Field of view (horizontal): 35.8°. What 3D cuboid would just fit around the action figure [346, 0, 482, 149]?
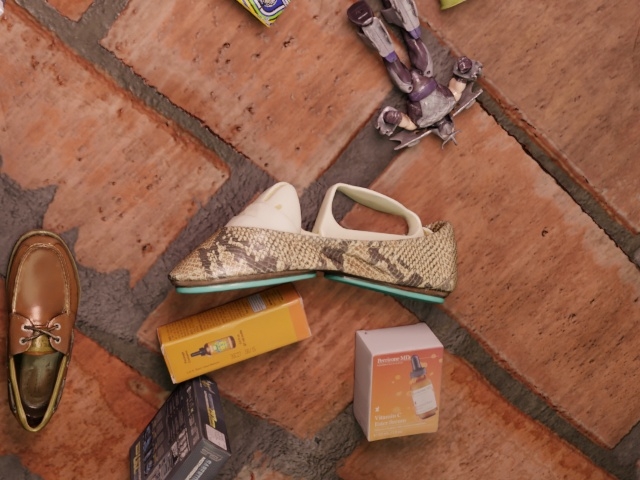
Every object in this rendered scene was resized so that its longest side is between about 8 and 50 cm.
[{"bbox_3d":[0.141,-0.246,1.487,0.185,0.099,0.285,-40,122,-8],"label":"action figure"}]

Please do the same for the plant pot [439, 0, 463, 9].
[{"bbox_3d":[0.196,-0.394,1.456,0.083,0.083,0.079,-30,105,-3],"label":"plant pot"}]

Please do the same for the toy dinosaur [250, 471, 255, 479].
[{"bbox_3d":[-0.135,0.464,1.749,0.082,0.047,0.090,-25,84,5],"label":"toy dinosaur"}]

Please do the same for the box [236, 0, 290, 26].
[{"bbox_3d":[-0.123,-0.372,1.372,0.169,0.059,0.054,37,96,-27],"label":"box"}]

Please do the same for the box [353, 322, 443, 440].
[{"bbox_3d":[0.131,0.241,1.693,0.130,0.091,0.171,-6,114,-14],"label":"box"}]

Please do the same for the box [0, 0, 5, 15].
[{"bbox_3d":[-0.520,-0.341,1.206,0.142,0.163,0.247,-41,118,5],"label":"box"}]

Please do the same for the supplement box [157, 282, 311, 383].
[{"bbox_3d":[-0.138,0.146,1.580,0.233,0.080,0.078,-19,116,-10],"label":"supplement box"}]

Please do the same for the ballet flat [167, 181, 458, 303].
[{"bbox_3d":[0.000,0.000,1.535,0.482,0.164,0.182,4,90,-24],"label":"ballet flat"}]

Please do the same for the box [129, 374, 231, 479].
[{"bbox_3d":[-0.224,0.330,1.543,0.059,0.233,0.183,35,99,-20],"label":"box"}]

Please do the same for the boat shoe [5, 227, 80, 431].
[{"bbox_3d":[-0.412,0.139,1.477,0.110,0.104,0.307,-1,112,-16],"label":"boat shoe"}]
